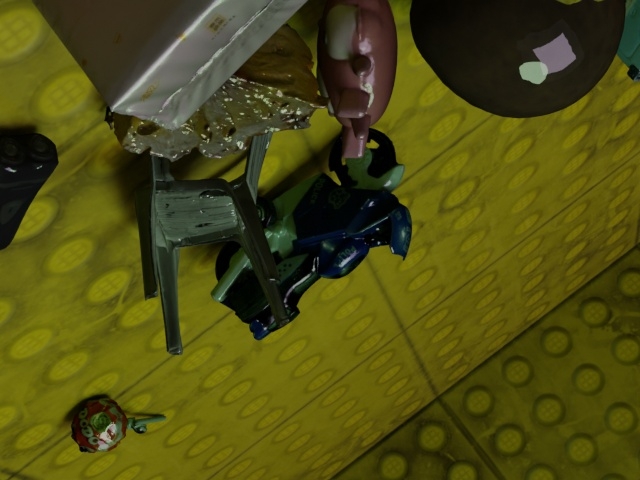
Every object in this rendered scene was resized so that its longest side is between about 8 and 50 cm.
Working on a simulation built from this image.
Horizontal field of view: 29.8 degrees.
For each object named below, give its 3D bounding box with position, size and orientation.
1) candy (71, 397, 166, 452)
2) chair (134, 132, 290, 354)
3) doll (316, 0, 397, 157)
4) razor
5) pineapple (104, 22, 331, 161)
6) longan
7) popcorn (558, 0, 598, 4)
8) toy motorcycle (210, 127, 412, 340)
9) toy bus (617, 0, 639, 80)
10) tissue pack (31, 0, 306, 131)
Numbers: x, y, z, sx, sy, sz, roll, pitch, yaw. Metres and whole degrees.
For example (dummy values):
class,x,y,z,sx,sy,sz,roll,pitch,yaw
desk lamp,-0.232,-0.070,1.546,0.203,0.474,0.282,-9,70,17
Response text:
class,x,y,z,sx,sy,sz,roll,pitch,yaw
candy,-0.316,0.300,1.961,0.084,0.078,0.287,-44,165,7
chair,-0.123,-0.034,1.443,0.190,0.275,0.203,-11,156,-2
doll,0.040,-0.202,1.356,0.093,0.211,0.262,-1,146,-2
razor,-0.337,-0.049,1.260,0.090,0.054,0.148,-9,145,-49
pineapple,-0.116,-0.163,1.269,0.236,0.114,0.186,-18,149,-7
longan,0.241,-0.272,1.452,0.258,0.258,0.258,-31,157,-15
popcorn,0.245,-0.384,1.266,0.225,0.286,0.174,-13,168,-3
toy motorcycle,0.000,0.000,1.671,0.331,0.196,0.125,-42,158,7
toy bus,0.512,-0.380,1.747,0.133,0.165,0.271,-21,153,-34
tissue pack,-0.125,-0.241,1.042,0.225,0.185,0.124,-43,160,13
